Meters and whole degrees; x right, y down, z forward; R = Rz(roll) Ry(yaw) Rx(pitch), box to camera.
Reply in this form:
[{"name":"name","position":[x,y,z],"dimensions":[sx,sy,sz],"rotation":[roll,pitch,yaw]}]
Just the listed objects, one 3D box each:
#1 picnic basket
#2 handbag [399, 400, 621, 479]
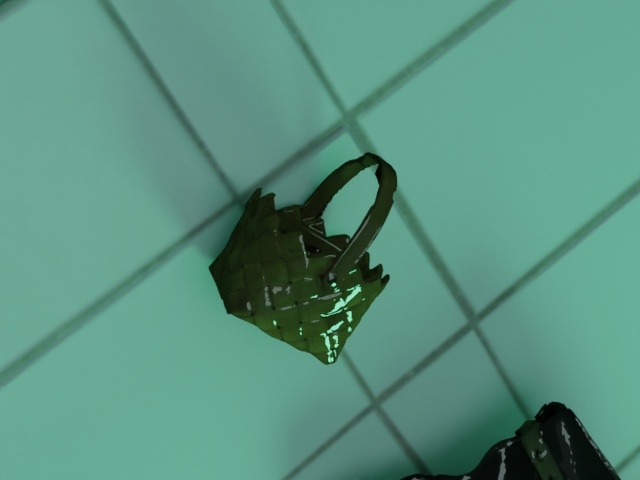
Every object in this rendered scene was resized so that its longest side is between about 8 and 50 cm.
[{"name":"picnic basket","position":[0.000,0.000,1.039],"dimensions":[0.138,0.128,0.178],"rotation":[30,105,-27]},{"name":"handbag","position":[0.175,0.329,1.161],"dimensions":[0.342,0.152,0.288],"rotation":[-24,100,-8]}]
